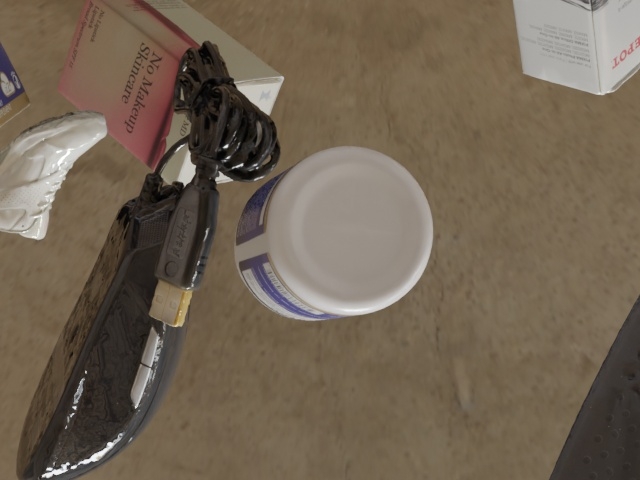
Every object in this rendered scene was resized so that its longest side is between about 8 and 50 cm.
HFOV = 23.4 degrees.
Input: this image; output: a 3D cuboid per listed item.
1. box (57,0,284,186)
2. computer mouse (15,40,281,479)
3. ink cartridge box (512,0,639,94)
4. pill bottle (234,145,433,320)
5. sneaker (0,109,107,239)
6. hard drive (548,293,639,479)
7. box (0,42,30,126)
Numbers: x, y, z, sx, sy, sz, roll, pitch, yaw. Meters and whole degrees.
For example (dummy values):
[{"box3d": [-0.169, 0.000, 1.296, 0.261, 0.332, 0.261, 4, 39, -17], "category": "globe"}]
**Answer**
[{"box3d": [-0.184, -0.188, 1.859, 0.232, 0.127, 0.148, 39, 121, 28], "category": "box"}, {"box3d": [-0.081, 0.033, 0.790, 0.060, 0.184, 0.262, 22, 98, -17], "category": "computer mouse"}, {"box3d": [0.162, -0.177, 0.900, 0.063, 0.109, 0.150, 20, 137, 38], "category": "ink cartridge box"}, {"box3d": [0.000, 0.000, 1.485, 0.153, 0.265, 0.153, 1, 86, -13], "category": "pill bottle"}, {"box3d": [-0.328, -0.064, 1.768, 0.232, 0.090, 0.115, -29, 98, 16], "category": "sneaker"}, {"box3d": [0.223, 0.090, 0.759, 0.172, 0.054, 0.254, 27, 74, 14], "category": "hard drive"}, {"box3d": [-0.331, -0.198, 1.329, 0.036, 0.136, 0.225, -24, 103, 12], "category": "box"}]
